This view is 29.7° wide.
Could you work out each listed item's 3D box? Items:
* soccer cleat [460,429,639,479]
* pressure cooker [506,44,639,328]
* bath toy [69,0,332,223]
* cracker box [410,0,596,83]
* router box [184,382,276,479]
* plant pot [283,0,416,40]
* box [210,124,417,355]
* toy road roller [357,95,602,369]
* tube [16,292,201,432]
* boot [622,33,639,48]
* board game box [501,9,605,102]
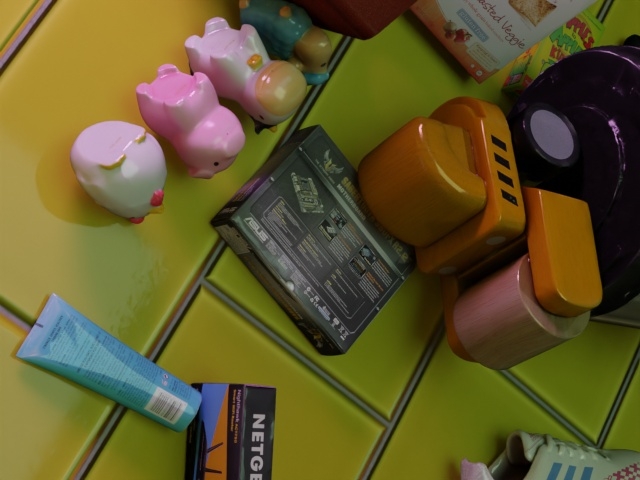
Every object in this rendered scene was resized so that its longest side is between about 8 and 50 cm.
[{"bbox_3d":[0.329,0.315,1.646,0.331,0.116,0.143,-13,92,-32],"label":"soccer cleat"},{"bbox_3d":[0.486,-0.057,1.642,0.420,0.370,0.375,11,38,-32],"label":"pressure cooker"},{"bbox_3d":[-0.133,-0.140,1.403,0.348,0.151,0.129,-44,143,-28],"label":"bath toy"},{"bbox_3d":[0.254,-0.337,1.603,0.156,0.232,0.067,43,30,-21],"label":"cracker box"},{"bbox_3d":[-0.105,0.252,1.367,0.046,0.133,0.178,8,80,-32],"label":"router box"},{"bbox_3d":[0.026,-0.391,1.425,0.267,0.267,0.235,-41,117,-9],"label":"plant pot"},{"bbox_3d":[0.000,0.000,1.506,0.231,0.056,0.183,50,60,-18],"label":"box"},{"bbox_3d":[0.182,-0.020,1.489,0.241,0.202,0.329,10,61,-31],"label":"toy road roller"},{"bbox_3d":[-0.232,0.145,1.352,0.207,0.052,0.080,34,63,-19],"label":"tube"},{"bbox_3d":[0.446,-0.261,1.827,0.099,0.045,0.121,7,82,-28],"label":"boot"},{"bbox_3d":[0.342,-0.266,1.759,0.092,0.043,0.181,38,67,-23],"label":"board game box"}]
